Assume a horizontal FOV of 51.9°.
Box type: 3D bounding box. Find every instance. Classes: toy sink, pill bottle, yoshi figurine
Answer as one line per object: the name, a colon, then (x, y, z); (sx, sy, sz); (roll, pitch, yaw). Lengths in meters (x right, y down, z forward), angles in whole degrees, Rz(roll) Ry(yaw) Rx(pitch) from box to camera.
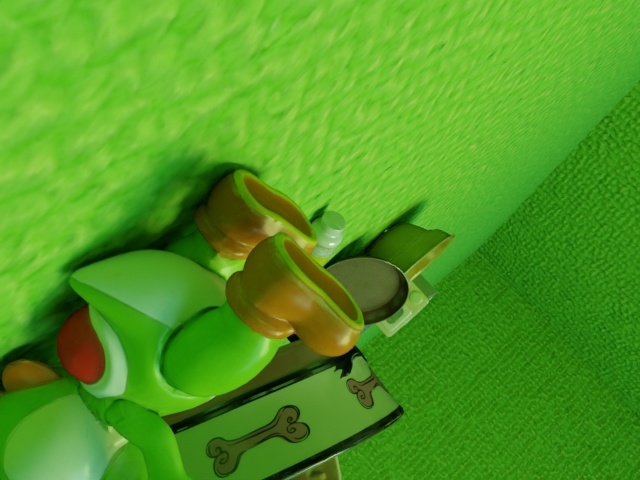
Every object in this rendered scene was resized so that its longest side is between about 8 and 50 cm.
toy sink: (0.203, 0.158, 1.755); (0.153, 0.131, 0.234); (-45, 167, 13)
pill bottle: (0.000, 0.000, 0.810); (0.043, 0.043, 0.083); (-30, 163, -43)
yoshi figurine: (-0.127, 0.131, 0.544); (0.362, 0.203, 0.203); (-41, 174, 11)

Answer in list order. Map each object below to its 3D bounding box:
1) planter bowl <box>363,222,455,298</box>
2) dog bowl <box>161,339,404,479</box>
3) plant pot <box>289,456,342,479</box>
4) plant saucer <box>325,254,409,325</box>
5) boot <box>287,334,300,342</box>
planter bowl: (0.145, 0.032, 1.245); (0.217, 0.090, 0.217); (-40, 168, -10)
dog bowl: (-0.096, 0.258, 0.938); (0.407, 0.151, 0.408); (-22, 168, -5)
plant pot: (-0.165, 0.484, 1.318); (0.305, 0.334, 0.333); (-23, 174, 20)
plant saucer: (0.066, 0.082, 1.119); (0.168, 0.168, 0.029); (-50, -152, 32)
boot: (-0.028, 0.086, 0.931); (0.106, 0.082, 0.219); (-40, 166, 4)
